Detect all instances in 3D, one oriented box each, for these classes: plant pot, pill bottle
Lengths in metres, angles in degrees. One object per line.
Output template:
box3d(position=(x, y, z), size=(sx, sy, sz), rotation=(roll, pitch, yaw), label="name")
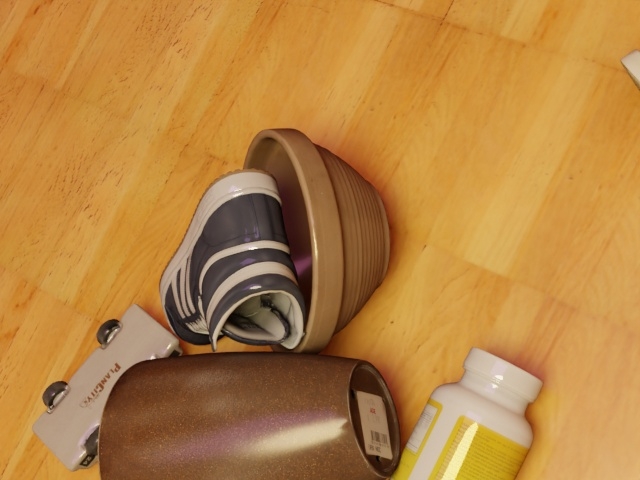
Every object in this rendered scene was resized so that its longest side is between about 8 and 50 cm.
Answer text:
box3d(position=(0.000, 0.000, 0.961), size=(0.110, 0.237, 0.237), rotation=(-5, 64, -20), label="plant pot")
box3d(position=(-0.049, 0.192, 0.876), size=(0.231, 0.215, 0.215), rotation=(-17, 66, 24), label="plant pot")
box3d(position=(0.134, 0.197, 0.860), size=(0.103, 0.103, 0.184), rotation=(25, 85, 30), label="pill bottle")

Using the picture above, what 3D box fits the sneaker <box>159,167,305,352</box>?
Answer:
box3d(position=(-0.094, 0.072, 0.934), size=(0.099, 0.282, 0.153), rotation=(-2, 56, -23), label="sneaker")

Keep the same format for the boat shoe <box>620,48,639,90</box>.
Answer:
box3d(position=(0.396, -0.090, 0.832), size=(0.091, 0.109, 0.305), rotation=(-40, 57, 14), label="boat shoe")

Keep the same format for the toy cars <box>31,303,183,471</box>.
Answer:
box3d(position=(-0.234, 0.269, 1.027), size=(0.177, 0.087, 0.393), rotation=(-6, 67, 18), label="toy cars")
